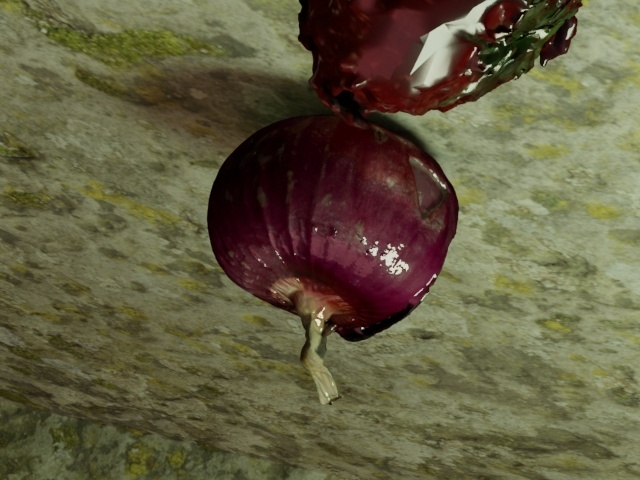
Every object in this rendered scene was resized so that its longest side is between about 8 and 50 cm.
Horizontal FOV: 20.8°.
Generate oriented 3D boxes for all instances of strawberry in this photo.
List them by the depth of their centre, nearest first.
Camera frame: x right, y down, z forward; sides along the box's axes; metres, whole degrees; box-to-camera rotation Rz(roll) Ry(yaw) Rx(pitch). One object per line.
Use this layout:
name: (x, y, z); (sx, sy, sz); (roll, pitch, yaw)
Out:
strawberry: (0.088, -0.220, 1.423); (0.220, 0.274, 0.274); (53, 165, 15)

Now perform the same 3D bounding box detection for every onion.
onion: (0.001, -0.029, 1.938); (0.230, 0.272, 0.256); (33, 119, -22)
